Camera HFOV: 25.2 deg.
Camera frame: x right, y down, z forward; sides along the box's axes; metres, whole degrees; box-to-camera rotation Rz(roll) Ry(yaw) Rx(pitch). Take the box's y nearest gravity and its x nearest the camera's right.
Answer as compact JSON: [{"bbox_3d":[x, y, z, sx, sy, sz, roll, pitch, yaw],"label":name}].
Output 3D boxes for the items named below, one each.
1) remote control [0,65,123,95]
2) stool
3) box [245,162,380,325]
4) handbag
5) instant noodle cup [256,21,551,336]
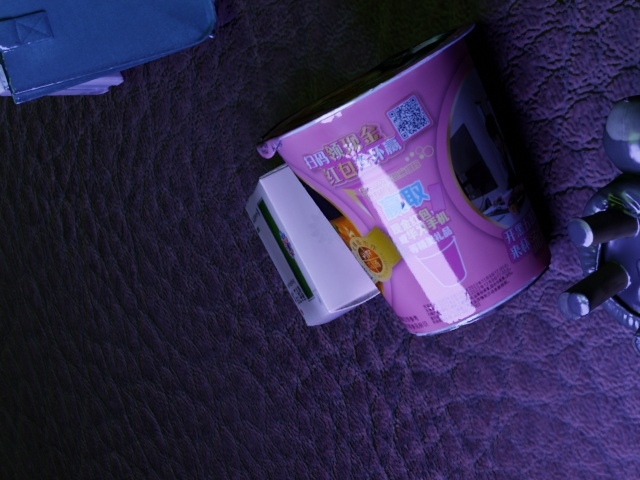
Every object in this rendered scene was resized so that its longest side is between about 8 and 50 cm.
[{"bbox_3d":[-0.348,-0.238,1.823,0.055,0.277,0.103,-27,87,18],"label":"remote control"},{"bbox_3d":[0.283,-0.005,1.262,0.153,0.139,0.228,-30,89,53],"label":"stool"},{"bbox_3d":[0.000,0.000,1.592,0.168,0.095,0.212,60,170,3],"label":"box"},{"bbox_3d":[-0.282,-0.324,1.681,0.268,0.274,0.100,70,163,-7],"label":"handbag"},{"bbox_3d":[0.102,-0.051,1.411,0.244,0.244,0.255,-17,104,54],"label":"instant noodle cup"}]
